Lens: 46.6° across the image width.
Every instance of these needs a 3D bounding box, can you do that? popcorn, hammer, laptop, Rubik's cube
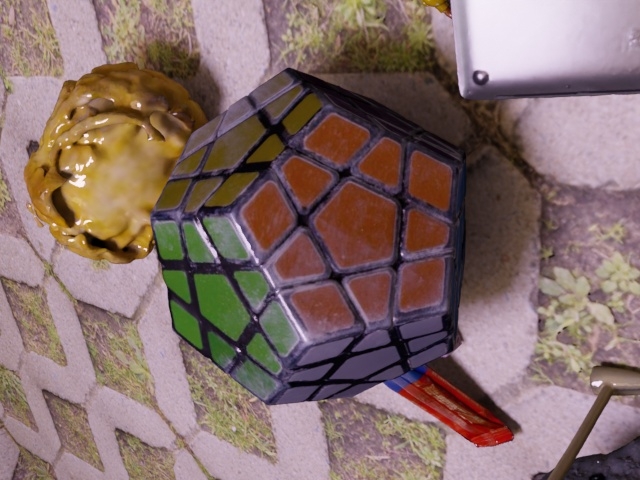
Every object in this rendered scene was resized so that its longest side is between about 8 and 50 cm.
[{"bbox_3d":[-0.241,-0.089,0.923,0.190,0.250,0.250,46,142,38],"label":"popcorn"},{"bbox_3d":[0.234,0.175,0.639,0.060,0.195,0.028,1,120,44],"label":"hammer"},{"bbox_3d":[0.216,-0.192,0.514,0.269,0.015,0.188,4,118,30],"label":"laptop"},{"bbox_3d":[0.000,-0.001,0.704,0.264,0.319,0.319,3,121,14],"label":"Rubik's cube"}]

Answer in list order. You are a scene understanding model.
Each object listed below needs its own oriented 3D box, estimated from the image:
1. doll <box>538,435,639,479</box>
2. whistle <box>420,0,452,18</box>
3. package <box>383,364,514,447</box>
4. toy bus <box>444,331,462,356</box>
[{"bbox_3d":[0.328,0.241,0.615,0.340,0.246,0.158,-9,69,28],"label":"doll"},{"bbox_3d":[0.127,-0.225,0.615,0.109,0.057,0.046,136,143,-59],"label":"whistle"},{"bbox_3d":[0.123,0.171,0.846,0.200,0.022,0.083,37,147,-2],"label":"package"},{"bbox_3d":[0.099,0.110,0.858,0.130,0.037,0.052,-11,104,49],"label":"toy bus"}]
